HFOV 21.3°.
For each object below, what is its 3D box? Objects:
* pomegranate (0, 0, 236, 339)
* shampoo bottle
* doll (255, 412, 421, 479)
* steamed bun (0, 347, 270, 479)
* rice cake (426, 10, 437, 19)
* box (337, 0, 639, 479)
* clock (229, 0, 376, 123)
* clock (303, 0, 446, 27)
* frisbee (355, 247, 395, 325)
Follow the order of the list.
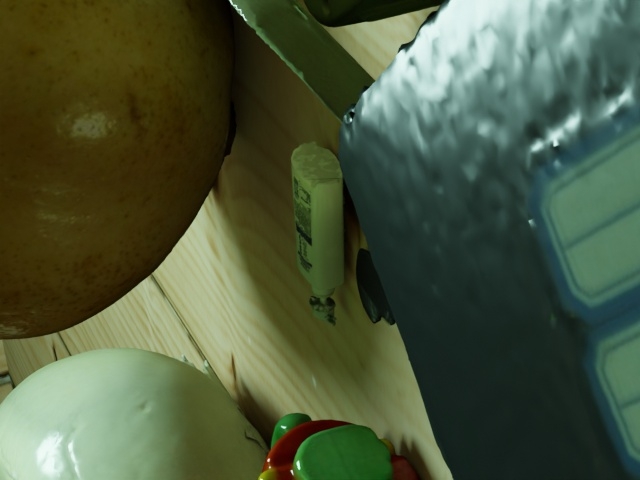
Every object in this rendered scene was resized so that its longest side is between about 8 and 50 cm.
[{"bbox_3d":[-0.238,-0.128,1.304,0.416,0.416,0.416,164,90,-72],"label":"pomegranate"},{"bbox_3d":[0.000,0.000,1.208,0.049,0.034,0.141,46,149,42],"label":"shampoo bottle"},{"bbox_3d":[-0.017,0.272,1.288,0.182,0.160,0.363,57,157,25],"label":"doll"},{"bbox_3d":[-0.141,0.256,1.540,0.312,0.233,0.334,24,136,65],"label":"steamed bun"},{"bbox_3d":[0.114,-0.031,0.804,0.256,0.052,0.057,-128,32,-49],"label":"rice cake"},{"bbox_3d":[0.154,0.036,0.598,0.359,0.091,0.350,-43,65,57],"label":"box"},{"bbox_3d":[0.013,-0.077,0.899,0.235,0.029,0.235,46,-177,-3],"label":"clock"},{"bbox_3d":[0.020,-0.270,0.812,0.235,0.096,0.308,143,111,-72],"label":"clock"},{"bbox_3d":[0.073,0.059,1.077,0.211,0.012,0.187,130,121,-69],"label":"frisbee"}]
